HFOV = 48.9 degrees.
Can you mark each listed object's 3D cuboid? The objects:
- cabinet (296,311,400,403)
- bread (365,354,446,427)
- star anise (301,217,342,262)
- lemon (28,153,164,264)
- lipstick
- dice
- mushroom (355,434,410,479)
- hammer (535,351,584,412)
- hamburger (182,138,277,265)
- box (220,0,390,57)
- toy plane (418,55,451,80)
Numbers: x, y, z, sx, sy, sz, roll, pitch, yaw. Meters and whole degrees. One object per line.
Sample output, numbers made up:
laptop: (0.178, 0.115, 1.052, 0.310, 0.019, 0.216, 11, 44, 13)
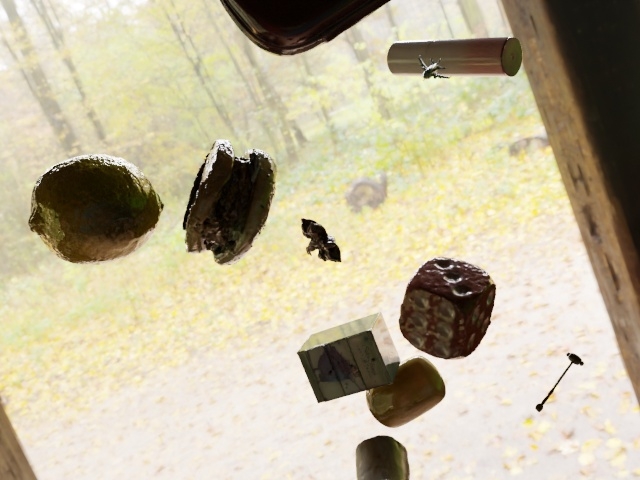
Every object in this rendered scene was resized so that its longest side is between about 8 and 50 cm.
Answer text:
cabinet: (0.073, 0.297, 1.784, 0.206, 0.145, 0.150, -20, 8, 18)
bread: (0.216, 0.400, 1.840, 0.217, 0.147, 0.098, -41, -11, 26)
star anise: (0.000, 0.000, 1.946, 0.057, 0.168, 0.168, -41, 17, -27)
lemon: (-0.497, -0.073, 1.581, 0.310, 0.254, 0.253, -11, 2, -35)
lipstick: (0.305, -0.426, 1.647, 0.087, 0.087, 0.326, -30, 30, -36)
dice: (0.286, 0.154, 1.603, 0.174, 0.175, 0.179, 22, 37, 30)
mushroom: (0.110, 0.501, 1.295, 0.292, 0.292, 0.290, -20, 47, 15)
hammer: (0.346, 0.207, 1.027, 0.029, 0.014, 0.123, 33, 54, 26)
hamburger: (-0.234, -0.092, 1.786, 0.195, 0.318, 0.277, 20, 4, -17)
box: (0.000, -0.520, 1.351, 0.404, 0.263, 0.108, -36, -11, -13)
toy plane: (0.230, -0.352, 1.467, 0.083, 0.080, 0.033, -48, -8, -43)
